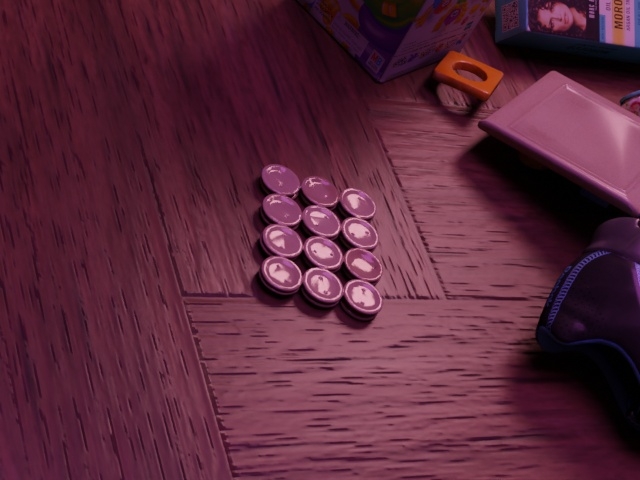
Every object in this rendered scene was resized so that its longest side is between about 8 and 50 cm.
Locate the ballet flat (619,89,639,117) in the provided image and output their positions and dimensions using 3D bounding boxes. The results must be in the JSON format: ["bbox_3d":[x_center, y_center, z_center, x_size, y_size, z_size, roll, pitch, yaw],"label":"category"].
[{"bbox_3d":[0.434,-0.136,1.471,0.241,0.091,0.077,-9,77,-31],"label":"ballet flat"}]

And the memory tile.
[{"bbox_3d":[0.000,0.000,1.138,0.113,0.012,0.148,15,44,-17],"label":"memory tile"}]

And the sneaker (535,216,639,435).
[{"bbox_3d":[0.335,0.140,1.148,0.341,0.125,0.139,42,70,7],"label":"sneaker"}]

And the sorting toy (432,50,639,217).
[{"bbox_3d":[0.268,-0.093,1.345,0.347,0.047,0.196,33,36,19],"label":"sorting toy"}]

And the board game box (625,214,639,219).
[{"bbox_3d":[0.394,0.041,1.316,0.186,0.026,0.126,17,44,-16],"label":"board game box"}]

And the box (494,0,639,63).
[{"bbox_3d":[0.311,-0.262,1.499,0.244,0.060,0.101,3,83,-28],"label":"box"}]

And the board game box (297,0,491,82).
[{"bbox_3d":[0.112,-0.314,1.304,0.144,0.275,0.142,-26,66,-44],"label":"board game box"}]
